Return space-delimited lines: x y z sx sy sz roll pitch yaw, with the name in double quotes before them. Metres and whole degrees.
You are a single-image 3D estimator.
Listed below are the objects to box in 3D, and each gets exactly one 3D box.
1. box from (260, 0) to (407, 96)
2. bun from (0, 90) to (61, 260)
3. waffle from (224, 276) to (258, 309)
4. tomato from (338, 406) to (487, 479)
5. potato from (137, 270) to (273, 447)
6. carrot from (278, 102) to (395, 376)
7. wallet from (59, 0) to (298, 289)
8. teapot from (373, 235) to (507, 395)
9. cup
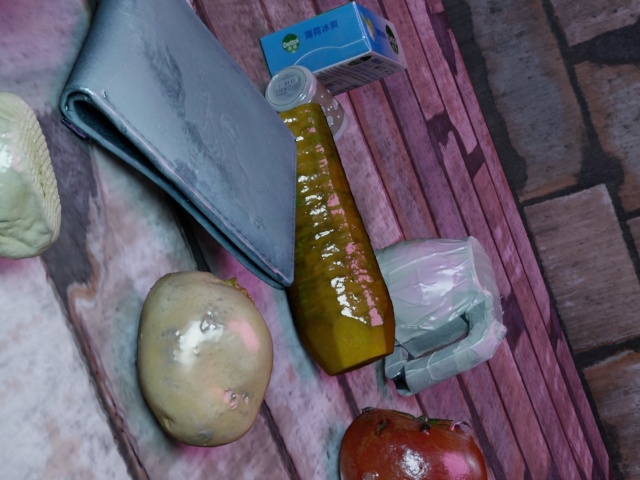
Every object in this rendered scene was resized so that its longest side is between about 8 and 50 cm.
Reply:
"box" 0.023 -0.253 1.477 0.194 0.139 0.073 -5 77 -71
"bun" -0.217 -0.041 0.722 0.115 0.069 0.115 167 -90 -89
"waffle" -0.081 0.076 1.070 0.078 0.016 0.085 67 18 1
"tomato" 0.102 0.265 1.208 0.167 0.167 0.167 54 25 -41
"potato" -0.094 0.094 0.884 0.112 0.112 0.146 6 73 -69
"carrot" 0.000 0.000 1.230 0.114 0.114 0.301 18 52 -67
"wallet" -0.119 -0.114 1.038 0.290 0.054 0.251 48 28 -32
"teapot" 0.155 0.080 1.470 0.163 0.178 0.221 65 21 -16
"cup" -0.029 -0.159 1.381 0.074 0.102 0.099 37 -5 39
